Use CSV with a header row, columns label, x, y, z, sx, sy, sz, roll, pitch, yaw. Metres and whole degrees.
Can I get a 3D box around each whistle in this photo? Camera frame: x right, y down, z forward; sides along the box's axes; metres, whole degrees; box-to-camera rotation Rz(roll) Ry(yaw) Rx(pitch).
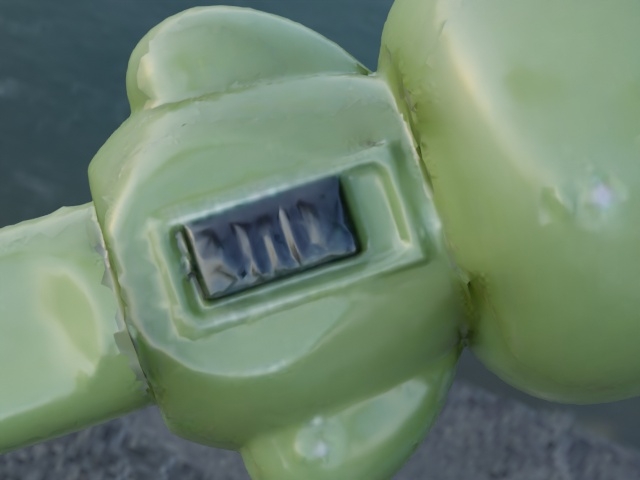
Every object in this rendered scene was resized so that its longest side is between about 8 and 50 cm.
label,x,y,z,sx,sy,sz,roll,pitch,yaw
whistle,0.003,0.000,0.544,0.294,0.141,0.141,-17,34,10
